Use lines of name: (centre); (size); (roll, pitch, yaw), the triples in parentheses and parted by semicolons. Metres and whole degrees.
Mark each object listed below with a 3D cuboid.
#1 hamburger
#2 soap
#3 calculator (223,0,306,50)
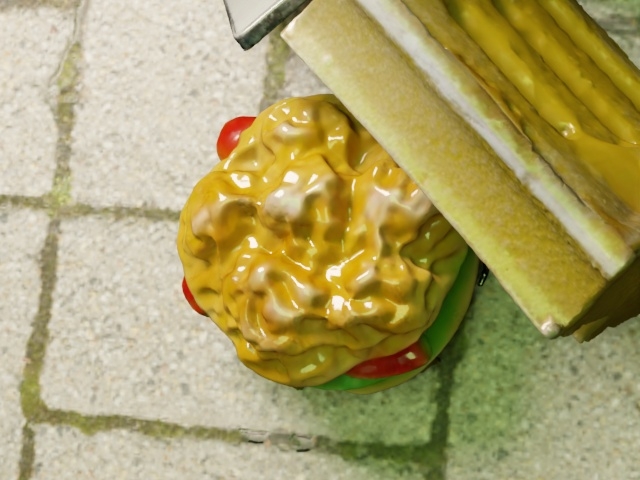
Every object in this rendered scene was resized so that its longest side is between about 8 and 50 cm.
hamburger: (0.000, 0.000, 1.296); (0.237, 0.149, 0.237); (-2, 83, 17)
soap: (0.139, -0.077, 1.197); (0.143, 0.259, 0.281); (-46, 73, 28)
calculator: (-0.012, -0.224, 1.296); (0.161, 0.262, 0.021); (-40, 112, 8)
